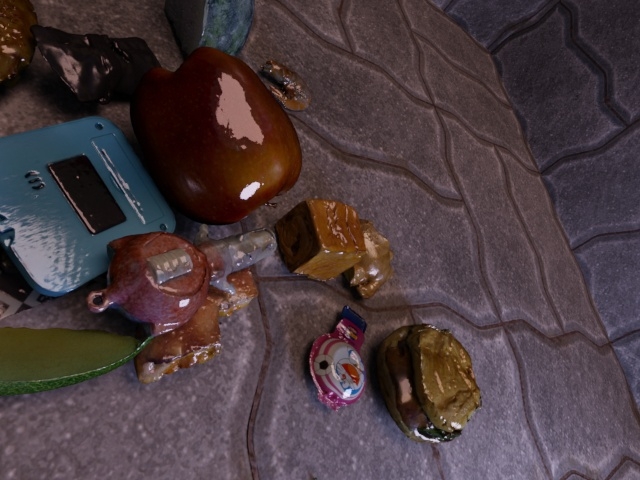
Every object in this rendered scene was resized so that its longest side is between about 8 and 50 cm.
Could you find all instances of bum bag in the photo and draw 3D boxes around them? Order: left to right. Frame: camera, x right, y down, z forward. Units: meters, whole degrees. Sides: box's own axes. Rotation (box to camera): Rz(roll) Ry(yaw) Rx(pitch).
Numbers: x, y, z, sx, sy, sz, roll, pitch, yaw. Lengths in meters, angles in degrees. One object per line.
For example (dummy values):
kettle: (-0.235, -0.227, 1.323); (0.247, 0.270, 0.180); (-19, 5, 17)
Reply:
bum bag: (-0.399, -0.331, 0.868); (0.310, 0.074, 0.137); (-43, 115, -62)

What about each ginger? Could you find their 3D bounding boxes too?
ginger: (0.101, 0.029, 1.134); (0.157, 0.102, 0.216); (-32, 94, -23)

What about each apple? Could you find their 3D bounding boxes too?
apple: (-0.187, -0.176, 0.836); (0.317, 0.288, 0.288); (62, 38, -20)

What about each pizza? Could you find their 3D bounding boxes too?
pizza: (-0.214, 0.119, 0.780); (0.161, 0.085, 0.305); (27, 42, 0)

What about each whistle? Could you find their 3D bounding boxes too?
whistle: (-0.199, 0.042, 0.713); (0.142, 0.134, 0.346); (43, 35, 19)

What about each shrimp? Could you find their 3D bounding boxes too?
shrimp: (-0.095, -0.440, 1.280); (0.187, 0.051, 0.132); (22, 51, -37)

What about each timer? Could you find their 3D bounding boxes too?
timer: (-0.381, -0.054, 0.695); (0.232, 0.091, 0.250); (60, 36, -7)

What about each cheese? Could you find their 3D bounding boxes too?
cheese: (0.050, 0.246, 0.973); (0.155, 0.062, 0.244); (41, 42, -14)

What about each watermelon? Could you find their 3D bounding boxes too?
watermelon: (-0.269, -0.592, 1.109); (0.289, 0.213, 0.320); (-55, 151, -51)

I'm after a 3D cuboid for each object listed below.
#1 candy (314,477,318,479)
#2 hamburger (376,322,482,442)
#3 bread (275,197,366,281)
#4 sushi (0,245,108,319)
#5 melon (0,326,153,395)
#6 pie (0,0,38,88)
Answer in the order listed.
candy: (0.015, 0.515, 0.790); (0.055, 0.049, 0.185); (49, 19, -60)
hamburger: (0.253, 0.334, 1.065); (0.285, 0.134, 0.265); (22, 44, -41)
bread: (0.000, 0.000, 1.014); (0.143, 0.158, 0.149); (9, 64, -43)
sushi: (-0.442, -0.014, 0.670); (0.231, 0.047, 0.220); (-27, 85, -49)
melon: (-0.356, 0.153, 0.614); (0.261, 0.053, 0.114); (-1, 36, -28)
pie: (-0.608, -0.383, 0.703); (0.288, 0.103, 0.355); (-5, 71, -46)
